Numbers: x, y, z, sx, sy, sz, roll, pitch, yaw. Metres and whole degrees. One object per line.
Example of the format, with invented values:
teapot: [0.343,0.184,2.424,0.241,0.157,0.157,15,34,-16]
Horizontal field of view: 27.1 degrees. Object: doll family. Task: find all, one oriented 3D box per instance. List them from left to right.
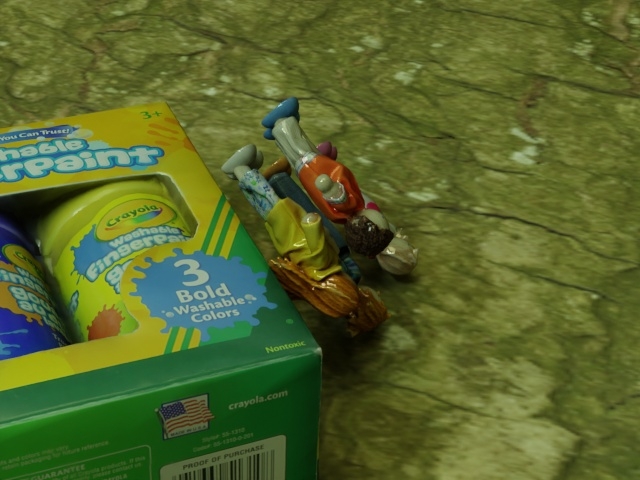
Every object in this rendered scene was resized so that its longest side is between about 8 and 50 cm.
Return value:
doll family: [0.000,0.000,1.109,0.118,0.263,0.163,-37,78,5]

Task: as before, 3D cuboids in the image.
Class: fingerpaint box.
fingerpaint box: [-0.270,0.075,1.010,0.445,0.163,0.371,-12,37,-19]
